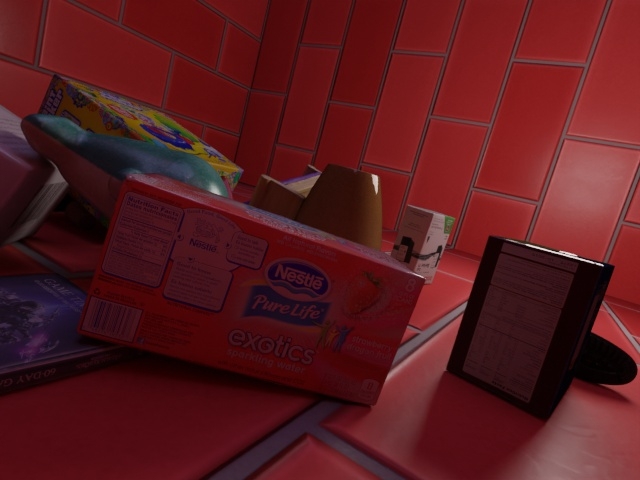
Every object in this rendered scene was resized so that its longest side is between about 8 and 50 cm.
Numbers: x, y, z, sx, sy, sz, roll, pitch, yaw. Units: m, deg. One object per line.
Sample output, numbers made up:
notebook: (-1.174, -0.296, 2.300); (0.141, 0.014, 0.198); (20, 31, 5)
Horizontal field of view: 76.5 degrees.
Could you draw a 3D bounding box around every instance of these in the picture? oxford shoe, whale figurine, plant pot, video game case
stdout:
oxford shoe: (0.433, 0.185, 0.734); (0.228, 0.082, 0.096); (21, 6, 30)
whale figurine: (-0.247, -0.088, 0.559); (0.272, 0.141, 0.216); (38, -10, -17)
plant pot: (0.041, -0.034, 0.906); (0.238, 0.253, 0.237); (14, 7, -2)
video game case: (-0.319, 0.076, 0.338); (0.196, 0.026, 0.274); (20, 9, 30)

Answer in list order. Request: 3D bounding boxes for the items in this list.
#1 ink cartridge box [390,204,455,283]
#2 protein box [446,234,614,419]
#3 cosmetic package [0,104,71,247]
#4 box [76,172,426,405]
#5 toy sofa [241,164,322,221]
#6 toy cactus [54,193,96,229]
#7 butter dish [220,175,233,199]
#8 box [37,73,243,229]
ink cartridge box: (0.279, 0.017, 1.142); (0.087, 0.208, 0.153); (25, 14, 38)
protein box: (0.310, 0.110, 0.591); (0.136, 0.200, 0.200); (21, 11, 38)
cosmetic package: (-0.582, -0.174, 0.512); (0.453, 0.161, 0.230); (38, 1, -17)
box: (-0.066, 0.046, 0.445); (0.300, 0.153, 0.142); (18, 7, -13)
toy sofa: (-0.092, -0.118, 1.102); (0.177, 0.150, 0.362); (31, 21, 8)
toy cactus: (-0.513, -0.083, 0.850); (0.181, 0.112, 0.219); (33, 9, 34)
butter dish: (-0.212, -0.012, 0.738); (0.118, 0.160, 0.160); (64, 4, -55)
box: (-0.378, -0.164, 0.859); (0.279, 0.176, 0.290); (36, 14, 15)
